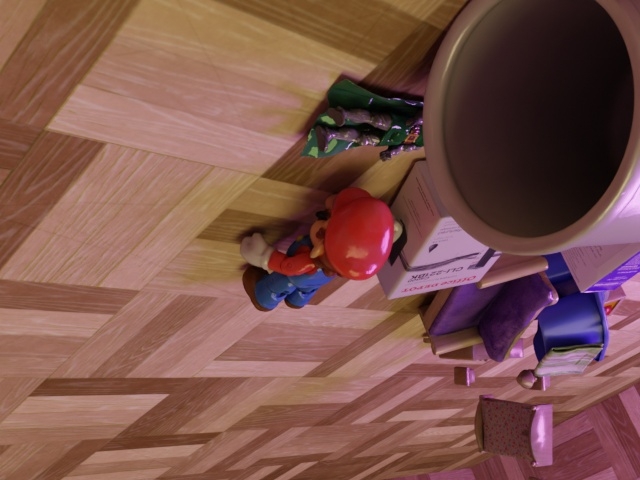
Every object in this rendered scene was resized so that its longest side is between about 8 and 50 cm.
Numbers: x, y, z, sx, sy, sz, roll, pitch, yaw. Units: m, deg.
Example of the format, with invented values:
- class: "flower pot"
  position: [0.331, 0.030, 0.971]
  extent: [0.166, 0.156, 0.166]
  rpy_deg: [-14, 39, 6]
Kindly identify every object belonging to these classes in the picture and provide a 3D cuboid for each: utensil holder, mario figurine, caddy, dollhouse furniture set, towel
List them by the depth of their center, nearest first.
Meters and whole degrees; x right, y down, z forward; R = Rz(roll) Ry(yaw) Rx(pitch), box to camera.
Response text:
- class: "utensil holder"
  position: [0.379, -0.154, 1.064]
  extent: [0.385, 0.328, 0.328]
  rpy_deg: [-3, 150, -36]
- class: "mario figurine"
  position: [0.000, 0.000, 1.356]
  extent: [0.320, 0.170, 0.198]
  rpy_deg: [-35, -172, 49]
- class: "towel"
  position: [0.510, 0.249, 1.733]
  extent: [0.113, 0.023, 0.152]
  rpy_deg: [-7, 155, -3]
- class: "caddy"
  position: [0.535, 0.139, 1.813]
  extent: [0.179, 0.241, 0.341]
  rpy_deg: [-18, 155, 6]
- class: "dollhouse furniture set"
  position: [0.369, 0.408, 1.972]
  extent: [0.173, 0.356, 0.303]
  rpy_deg: [4, 174, -34]

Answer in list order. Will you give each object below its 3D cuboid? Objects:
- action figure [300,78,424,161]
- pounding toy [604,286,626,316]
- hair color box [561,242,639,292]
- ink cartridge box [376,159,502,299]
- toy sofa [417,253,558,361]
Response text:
- class: "action figure"
  position: [0.099, -0.154, 1.157]
  extent: [0.232, 0.064, 0.137]
  rpy_deg: [-4, 147, -36]
- class: "pounding toy"
  position: [0.695, 0.126, 2.058]
  extent: [0.180, 0.094, 0.206]
  rpy_deg: [-16, 154, -8]
- class: "hair color box"
  position: [0.570, -0.069, 1.498]
  extent: [0.110, 0.185, 0.339]
  rpy_deg: [-2, 149, -32]
- class: "ink cartridge box"
  position: [0.218, -0.022, 1.422]
  extent: [0.196, 0.114, 0.273]
  rpy_deg: [-9, 153, -21]
- class: "toy sofa"
  position: [0.331, 0.129, 1.722]
  extent: [0.150, 0.177, 0.363]
  rpy_deg: [-13, 154, -15]
